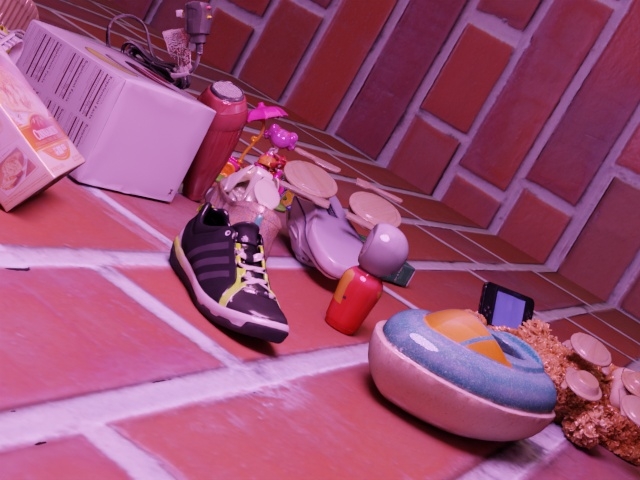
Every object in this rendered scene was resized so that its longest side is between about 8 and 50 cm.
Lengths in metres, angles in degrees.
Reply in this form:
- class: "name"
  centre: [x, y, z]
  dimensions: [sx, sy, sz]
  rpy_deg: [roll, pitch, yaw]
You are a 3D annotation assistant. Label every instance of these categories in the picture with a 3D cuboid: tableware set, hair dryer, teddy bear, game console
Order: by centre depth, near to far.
- class: "tableware set"
  centre: [0.399, 0.194, 1.429]
  dimensions: [0.169, 0.020, 0.141]
  rpy_deg: [33, 31, 6]
- class: "teddy bear"
  centre: [0.335, 0.192, 1.493]
  dimensions: [0.338, 0.113, 0.245]
  rpy_deg: [29, 13, 2]
- class: "hair dryer"
  centre: [-0.200, -0.204, 1.558]
  dimensions: [0.223, 0.293, 0.080]
  rpy_deg: [-2, 13, 43]
- class: "tableware set"
  centre: [0.028, -0.058, 1.578]
  dimensions: [0.194, 0.039, 0.128]
  rpy_deg: [26, 31, -4]
- class: "game console"
  centre: [0.345, 0.146, 1.821]
  dimensions: [0.144, 0.124, 0.085]
  rpy_deg: [21, -13, -40]

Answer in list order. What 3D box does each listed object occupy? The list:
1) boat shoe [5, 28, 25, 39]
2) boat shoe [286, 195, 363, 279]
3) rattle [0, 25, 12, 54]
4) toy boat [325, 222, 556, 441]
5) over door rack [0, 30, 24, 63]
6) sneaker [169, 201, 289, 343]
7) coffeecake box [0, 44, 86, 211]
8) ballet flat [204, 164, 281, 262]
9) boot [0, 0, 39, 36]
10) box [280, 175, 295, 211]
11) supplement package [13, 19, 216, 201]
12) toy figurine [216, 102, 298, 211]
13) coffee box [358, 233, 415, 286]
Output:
- class: "boat shoe"
  centre: [-0.477, -0.281, 1.615]
  dimensions: [0.254, 0.095, 0.079]
  rpy_deg: [29, 9, 9]
- class: "boat shoe"
  centre: [0.000, 0.000, 1.587]
  dimensions: [0.095, 0.084, 0.258]
  rpy_deg: [24, 22, -18]
- class: "rattle"
  centre: [-0.537, -0.246, 1.470]
  dimensions: [0.200, 0.143, 0.130]
  rpy_deg: [14, -21, -3]
- class: "toy boat"
  centre: [0.130, 0.106, 1.246]
  dimensions: [0.267, 0.148, 0.318]
  rpy_deg: [18, 16, -47]
- class: "over door rack"
  centre: [-0.536, -0.233, 1.253]
  dimensions: [0.239, 0.108, 0.324]
  rpy_deg: [30, 24, -1]
- class: "sneaker"
  centre: [-0.099, 0.025, 1.159]
  dimensions: [0.084, 0.097, 0.235]
  rpy_deg: [20, 14, -41]
- class: "coffeecake box"
  centre: [-0.348, -0.135, 1.132]
  dimensions: [0.185, 0.068, 0.142]
  rpy_deg: [55, 7, -9]
- class: "ballet flat"
  centre: [-0.097, -0.046, 1.476]
  dimensions: [0.107, 0.106, 0.316]
  rpy_deg: [26, 11, -16]
- class: "boot"
  centre: [-0.558, -0.380, 1.812]
  dimensions: [0.207, 0.090, 0.248]
  rpy_deg: [28, -13, 31]
- class: "box"
  centre: [-0.023, -0.064, 1.908]
  dimensions: [0.059, 0.054, 0.169]
  rpy_deg: [22, 12, -35]
- class: "supplement package"
  centre: [-0.296, -0.175, 1.439]
  dimensions: [0.203, 0.149, 0.194]
  rpy_deg: [34, 11, 29]
- class: "toy figurine"
  centre: [-0.100, -0.158, 1.859]
  dimensions: [0.173, 0.159, 0.130]
  rpy_deg: [29, 10, -7]
- class: "coffee box"
  centre: [0.064, 0.020, 1.776]
  dimensions: [0.184, 0.040, 0.113]
  rpy_deg: [19, 14, -47]
